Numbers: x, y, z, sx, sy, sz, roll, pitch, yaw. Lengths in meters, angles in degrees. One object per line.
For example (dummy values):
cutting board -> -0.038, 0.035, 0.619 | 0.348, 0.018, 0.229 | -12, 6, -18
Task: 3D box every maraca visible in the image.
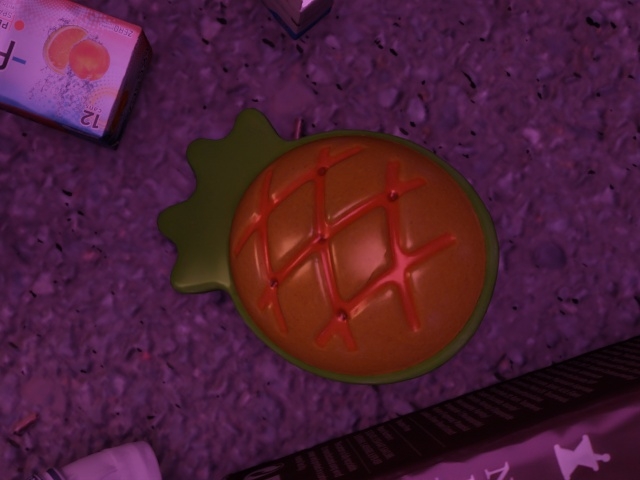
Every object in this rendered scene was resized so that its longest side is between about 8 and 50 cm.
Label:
maraca -> 0.000, 0.000, 0.524 | 0.186, 0.099, 0.127 | 22, 84, 23

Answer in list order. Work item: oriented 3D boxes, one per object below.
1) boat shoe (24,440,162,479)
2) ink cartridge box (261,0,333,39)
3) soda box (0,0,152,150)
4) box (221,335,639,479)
boat shoe -> -0.073, 0.227, 0.512 | 0.084, 0.095, 0.258 | -22, 100, -27
ink cartridge box -> -0.016, -0.138, 0.529 | 0.028, 0.083, 0.048 | -40, 92, -4
soda box -> -0.183, -0.107, 0.529 | 0.183, 0.058, 0.062 | 20, 87, -3
box -> 0.157, 0.157, 0.509 | 0.382, 0.143, 0.191 | -18, 90, -6
